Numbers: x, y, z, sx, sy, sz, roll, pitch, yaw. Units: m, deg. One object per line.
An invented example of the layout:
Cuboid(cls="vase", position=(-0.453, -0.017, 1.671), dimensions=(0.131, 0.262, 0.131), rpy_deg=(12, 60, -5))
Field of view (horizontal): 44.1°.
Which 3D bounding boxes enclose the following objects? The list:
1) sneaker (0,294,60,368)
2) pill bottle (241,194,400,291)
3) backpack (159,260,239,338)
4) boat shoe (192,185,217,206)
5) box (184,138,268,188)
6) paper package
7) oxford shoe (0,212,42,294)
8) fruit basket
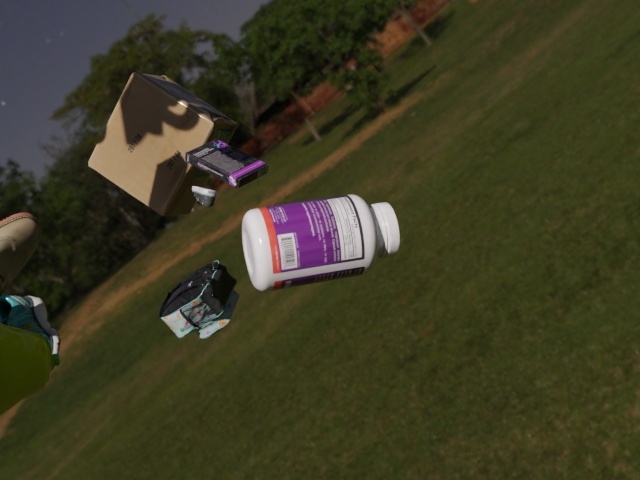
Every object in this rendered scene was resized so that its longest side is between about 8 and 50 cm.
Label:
Cuboid(cls="sneaker", position=(-0.636, 0.208, 1.682), dimensions=(0.107, 0.110, 0.275), rpy_deg=(-56, 45, 10))
Cuboid(cls="pill bottle", position=(0.000, 0.000, 1.722), dimensions=(0.323, 0.181, 0.181), rpy_deg=(-9, -1, -14))
Cuboid(cls="backpack", position=(-0.306, 0.160, 1.985), dimensions=(0.188, 0.144, 0.166), rpy_deg=(-24, 28, 22))
Cuboid(cls="boat shoe", position=(-0.272, -0.102, 1.834), dimensions=(0.142, 0.049, 0.040), rpy_deg=(-161, 82, -71))
Cuboid(cls="box", position=(-0.220, -0.182, 1.852), dimensions=(0.116, 0.162, 0.029), rpy_deg=(-34, -34, -49))
Cuboid(cls="paper package", position=(-0.456, -0.276, 2.282), dimensions=(0.324, 0.309, 0.168), rpy_deg=(-59, -11, 16))
Cuboid(cls="oxford shoe", position=(-0.665, 0.096, 1.570), dimensions=(0.130, 0.123, 0.348), rpy_deg=(23, 68, 38))
Cuboid(cls="fruit basket", position=(-0.626, 0.206, 1.260), dimensions=(0.392, 0.283, 0.392), rpy_deg=(-40, 5, 4))
